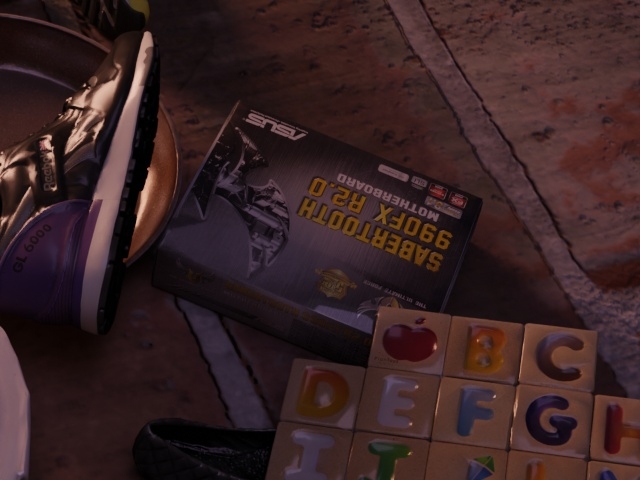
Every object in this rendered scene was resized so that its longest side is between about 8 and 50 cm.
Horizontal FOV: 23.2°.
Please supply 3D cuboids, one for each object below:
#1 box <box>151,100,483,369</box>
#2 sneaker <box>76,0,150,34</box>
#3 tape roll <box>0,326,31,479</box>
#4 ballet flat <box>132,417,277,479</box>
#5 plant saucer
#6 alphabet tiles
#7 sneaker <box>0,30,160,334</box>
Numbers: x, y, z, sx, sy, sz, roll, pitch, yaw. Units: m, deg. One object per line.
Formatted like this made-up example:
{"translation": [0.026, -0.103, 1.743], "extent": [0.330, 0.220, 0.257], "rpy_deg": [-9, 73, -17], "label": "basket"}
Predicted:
{"translation": [0.000, 0.000, 1.291], "extent": [0.231, 0.056, 0.183], "rpy_deg": [23, 50, 4], "label": "box"}
{"translation": [-0.190, -0.275, 1.442], "extent": [0.094, 0.081, 0.208], "rpy_deg": [-12, 56, -25], "label": "sneaker"}
{"translation": [-0.341, 0.143, 1.062], "extent": [0.286, 0.100, 0.286], "rpy_deg": [7, 50, -9], "label": "tape roll"}
{"translation": [-0.053, 0.161, 1.154], "extent": [0.173, 0.049, 0.057], "rpy_deg": [3, 53, -13], "label": "ballet flat"}
{"translation": [-0.270, -0.062, 1.274], "extent": [0.311, 0.050, 0.310], "rpy_deg": [7, 52, -9], "label": "plant saucer"}
{"translation": [0.098, 0.194, 1.099], "extent": [0.285, 0.011, 0.342], "rpy_deg": [6, 52, 9], "label": "alphabet tiles"}
{"translation": [-0.198, -0.064, 1.201], "extent": [0.124, 0.107, 0.283], "rpy_deg": [9, 51, -1], "label": "sneaker"}
